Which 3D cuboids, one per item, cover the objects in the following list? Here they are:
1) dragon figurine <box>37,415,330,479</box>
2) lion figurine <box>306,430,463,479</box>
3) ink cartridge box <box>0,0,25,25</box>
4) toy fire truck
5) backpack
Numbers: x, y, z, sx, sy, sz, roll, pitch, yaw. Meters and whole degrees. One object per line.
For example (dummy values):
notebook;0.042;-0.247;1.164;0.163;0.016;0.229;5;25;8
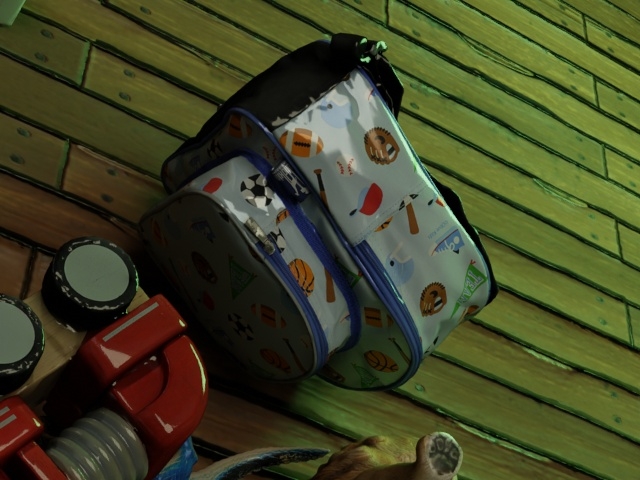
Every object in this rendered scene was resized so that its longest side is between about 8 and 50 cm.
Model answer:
dragon figurine;-0.129;0.199;0.907;0.289;0.085;0.144;9;55;-30
lion figurine;0.009;0.271;0.891;0.142;0.240;0.392;45;51;-7
ink cartridge box;-0.315;-0.250;1.137;0.180;0.060;0.104;6;54;-37
toy fire truck;-0.136;0.139;0.791;0.246;0.158;0.217;48;48;8
backpack;0.000;0.000;1.059;0.263;0.276;0.213;46;71;-10
